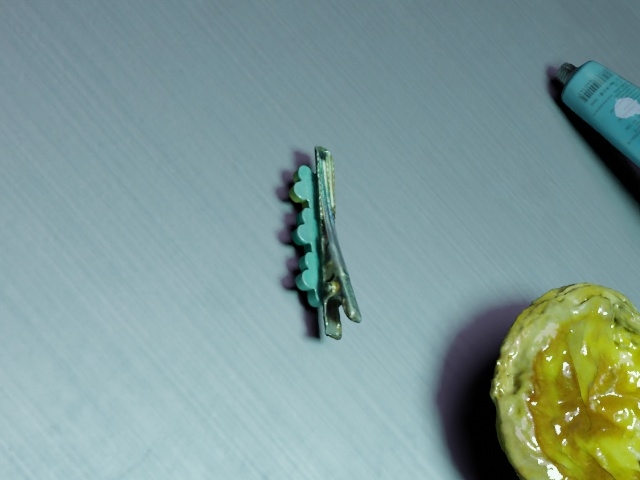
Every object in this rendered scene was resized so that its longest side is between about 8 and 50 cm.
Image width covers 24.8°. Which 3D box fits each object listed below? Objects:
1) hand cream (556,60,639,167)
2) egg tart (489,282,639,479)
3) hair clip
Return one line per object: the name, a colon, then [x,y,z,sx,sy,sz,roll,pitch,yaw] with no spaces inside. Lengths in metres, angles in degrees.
hand cream: [0.315,-0.102,1.378,0.083,0.048,0.224,-42,66,-18]
egg tart: [0.232,0.152,1.203,0.241,0.106,0.241,12,63,-24]
hair clip: [-0.001,0.000,1.191,0.049,0.049,0.173,8,56,-26]
